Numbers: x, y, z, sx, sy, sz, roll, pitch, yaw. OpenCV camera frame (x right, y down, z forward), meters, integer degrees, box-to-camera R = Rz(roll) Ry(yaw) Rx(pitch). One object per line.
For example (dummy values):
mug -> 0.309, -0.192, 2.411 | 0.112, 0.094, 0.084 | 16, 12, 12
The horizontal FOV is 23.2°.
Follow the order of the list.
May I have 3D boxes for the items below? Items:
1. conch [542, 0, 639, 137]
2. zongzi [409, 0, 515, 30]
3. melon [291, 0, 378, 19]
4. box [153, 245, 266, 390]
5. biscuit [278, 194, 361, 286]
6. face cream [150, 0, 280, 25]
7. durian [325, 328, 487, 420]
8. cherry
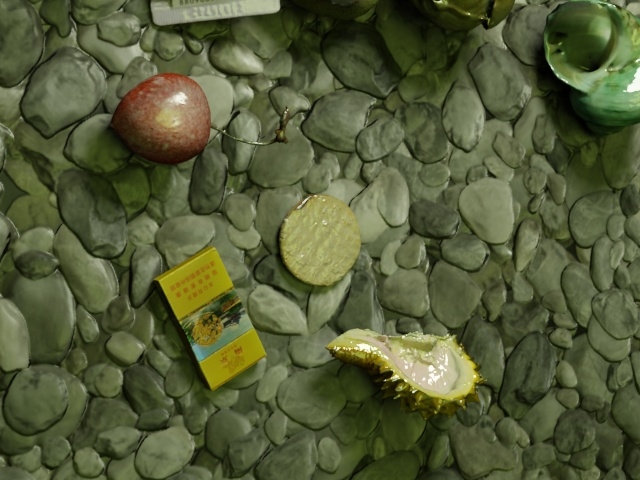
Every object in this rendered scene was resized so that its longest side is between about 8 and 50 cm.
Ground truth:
conch -> 0.388, -0.234, 2.111 | 0.176, 0.122, 0.188 | -5, 93, -9
zongzi -> 0.225, -0.474, 1.925 | 0.393, 0.174, 0.356 | -30, 112, -1
melon -> 0.000, -0.327, 1.897 | 0.162, 0.099, 0.099 | 21, 82, -24
box -> -0.133, 0.095, 1.887 | 0.087, 0.023, 0.155 | -33, 108, -27
biscuit -> 0.000, 0.000, 1.961 | 0.120, 0.015, 0.120 | -2, 94, -30
face cream -> -0.137, -0.394, 1.822 | 0.154, 0.096, 0.273 | -9, 103, -10
durian -> 0.099, 0.171, 1.988 | 0.224, 0.078, 0.140 | 15, 41, -19
cherry -> -0.140, -0.148, 1.832 | 0.226, 0.090, 0.107 | -10, 91, -31
